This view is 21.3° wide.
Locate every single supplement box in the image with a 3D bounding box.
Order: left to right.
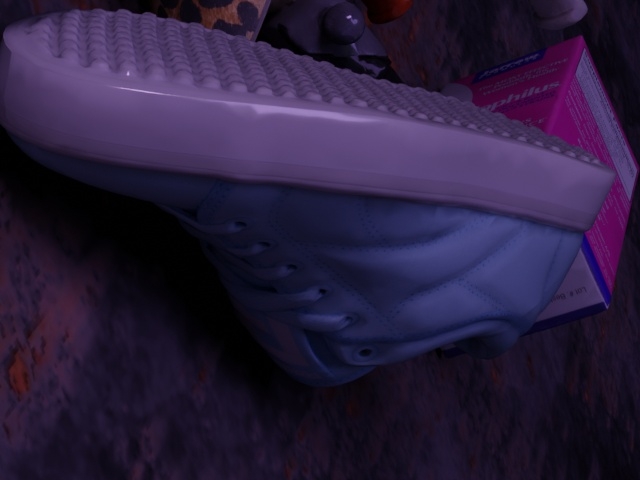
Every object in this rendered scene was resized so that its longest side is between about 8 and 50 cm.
[{"bbox_3d":[0.128,-0.034,1.096,0.114,0.111,0.220,64,23,-16],"label":"supplement box"}]

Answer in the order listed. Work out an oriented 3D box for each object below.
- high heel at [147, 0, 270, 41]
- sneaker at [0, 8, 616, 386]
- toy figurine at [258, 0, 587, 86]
[{"bbox_3d":[-0.107,-0.188,0.771,0.186,0.093,0.261,7,83,-35],"label":"high heel"},{"bbox_3d":[0.000,0.000,0.765,0.366,0.135,0.150,11,103,-44],"label":"sneaker"},{"bbox_3d":[0.049,-0.184,0.909,0.148,0.213,0.210,50,33,-24],"label":"toy figurine"}]
